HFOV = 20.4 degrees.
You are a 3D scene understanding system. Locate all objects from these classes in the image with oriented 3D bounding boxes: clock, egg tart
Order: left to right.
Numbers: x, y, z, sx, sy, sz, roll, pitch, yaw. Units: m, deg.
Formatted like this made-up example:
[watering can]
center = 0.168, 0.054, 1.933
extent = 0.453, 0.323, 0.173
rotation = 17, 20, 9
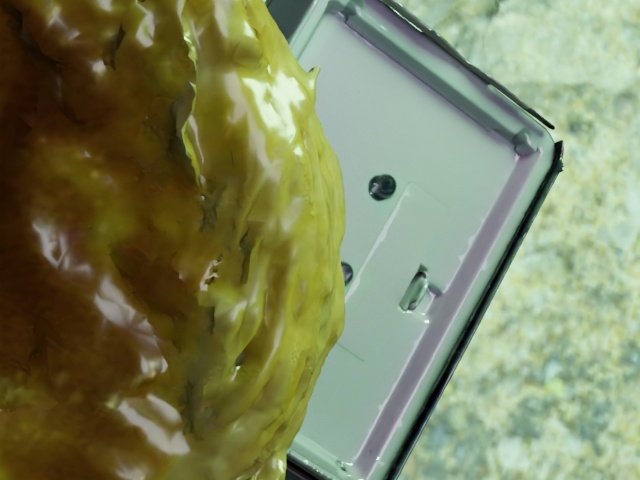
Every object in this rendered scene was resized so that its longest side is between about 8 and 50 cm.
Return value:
[egg tart]
center = -0.167, 0.007, 0.622
extent = 0.352, 0.150, 0.351
rotation = -4, 109, -12
[clock]
center = 0.000, -0.001, 0.772
extent = 0.145, 0.073, 0.193
rotation = 36, 74, -22
